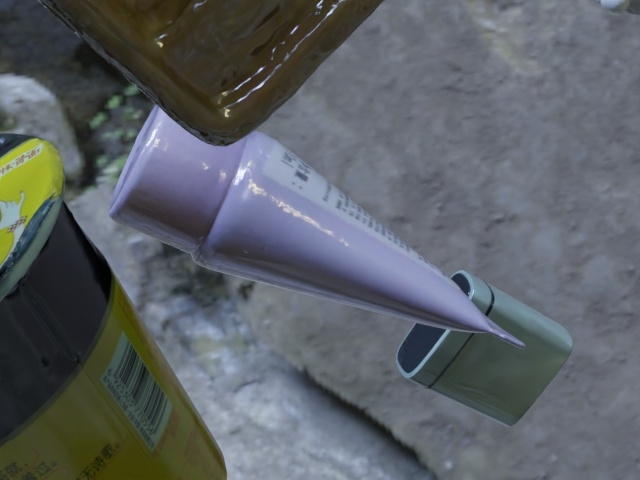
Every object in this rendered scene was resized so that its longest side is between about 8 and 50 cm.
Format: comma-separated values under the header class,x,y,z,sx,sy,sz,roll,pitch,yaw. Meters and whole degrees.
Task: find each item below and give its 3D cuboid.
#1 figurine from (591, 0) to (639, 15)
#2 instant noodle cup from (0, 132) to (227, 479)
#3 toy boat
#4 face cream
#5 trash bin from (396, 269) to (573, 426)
class,x,y,z,sx,sy,sz,roll,pitch,yaw
figurine,0.270,-0.272,1.191,0.081,0.098,0.146,11,115,5
instant noodle cup,-0.170,0.091,0.782,0.216,0.215,0.236,2,137,45
toy boat,-0.063,-0.127,0.435,0.116,0.188,0.061,-47,32,-2
face cream,0.000,0.000,0.936,0.096,0.274,0.154,-65,12,1
trash bin,0.157,0.105,1.340,0.116,0.130,0.059,-54,27,16
